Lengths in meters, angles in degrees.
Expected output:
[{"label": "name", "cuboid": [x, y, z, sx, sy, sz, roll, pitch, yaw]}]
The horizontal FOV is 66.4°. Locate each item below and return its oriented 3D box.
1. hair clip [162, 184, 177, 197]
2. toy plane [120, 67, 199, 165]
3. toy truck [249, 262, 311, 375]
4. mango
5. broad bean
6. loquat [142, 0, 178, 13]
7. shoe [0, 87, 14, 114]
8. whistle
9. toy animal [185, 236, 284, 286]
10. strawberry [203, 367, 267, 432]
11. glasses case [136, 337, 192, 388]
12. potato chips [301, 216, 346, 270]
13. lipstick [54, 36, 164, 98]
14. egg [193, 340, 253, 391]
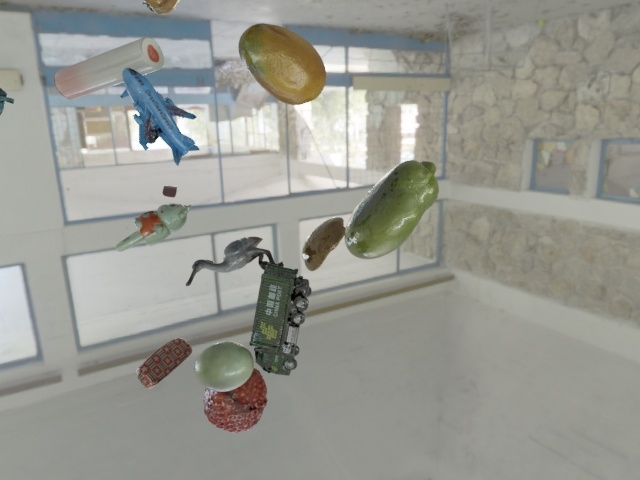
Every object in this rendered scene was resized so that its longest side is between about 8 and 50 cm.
[{"label": "hair clip", "cuboid": [-0.612, -0.207, 1.994, 0.054, 0.022, 0.137, 7, -159, -15]}, {"label": "toy plane", "cuboid": [-0.439, -0.334, 1.314, 0.105, 0.271, 0.254, -31, -163, 32]}, {"label": "toy truck", "cuboid": [-0.096, 0.195, 1.178, 0.121, 0.258, 0.088, 12, -160, 2]}, {"label": "mango", "cuboid": [-0.060, -0.277, 0.762, 0.089, 0.115, 0.165, -26, 142, 38]}, {"label": "broad bean", "cuboid": [0.163, -0.071, 1.163, 0.119, 0.291, 0.238, 33, -145, -17]}, {"label": "loquat", "cuboid": [-0.561, -0.863, 1.713, 0.137, 0.137, 0.113, -7, -172, -19]}, {"label": "shoe", "cuboid": [-0.811, -0.326, 1.157, 0.207, 0.091, 0.106, 2, 166, 35]}, {"label": "whistle", "cuboid": [-0.504, -0.043, 1.487, 0.253, 0.105, 0.101, -33, 175, -7]}, {"label": "toy animal", "cuboid": [-0.274, 0.058, 1.583, 0.324, 0.090, 0.195, 0, -138, -20]}, {"label": "strawberry", "cuboid": [-0.254, 0.453, 1.428, 0.206, 0.205, 0.244, -2, 154, 0]}, {"label": "glasses case", "cuboid": [-0.431, 0.333, 1.345, 0.049, 0.073, 0.194, -41, 180, 26]}, {"label": "potato chips", "cuboid": [-0.001, 0.000, 1.580, 0.062, 0.195, 0.208, 31, 162, -20]}, {"label": "lipstick", "cuboid": [-0.591, -0.475, 1.360, 0.327, 0.087, 0.087, -9, -169, 24]}, {"label": "egg", "cuboid": [-0.227, 0.294, 1.141, 0.152, 0.114, 0.114, -13, -170, 24]}]
